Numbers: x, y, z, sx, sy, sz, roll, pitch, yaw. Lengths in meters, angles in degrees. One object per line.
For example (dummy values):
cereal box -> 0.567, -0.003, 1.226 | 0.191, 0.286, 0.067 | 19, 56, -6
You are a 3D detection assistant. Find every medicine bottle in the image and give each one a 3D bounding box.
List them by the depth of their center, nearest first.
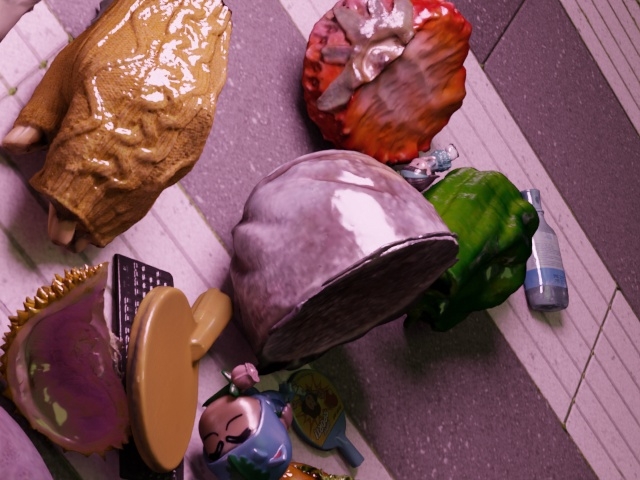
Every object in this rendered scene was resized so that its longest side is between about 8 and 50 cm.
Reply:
medicine bottle -> 0.370, 0.016, 2.283 | 0.090, 0.053, 0.208 | 11, 64, -46

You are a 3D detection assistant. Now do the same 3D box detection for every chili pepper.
chili pepper -> 0.217, 0.017, 1.969 | 0.385, 0.167, 0.213 | -41, 128, -58

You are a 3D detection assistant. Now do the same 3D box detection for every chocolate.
chocolate -> 0.000, 0.000, 1.680 | 0.303, 0.303, 0.213 | -5, 57, -51

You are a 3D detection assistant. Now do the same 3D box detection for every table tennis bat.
table tennis bat -> -0.155, 0.131, 1.514 | 0.321, 0.050, 0.198 | -62, 148, -68
table tennis bat -> 0.006, 0.237, 1.768 | 0.155, 0.019, 0.100 | 54, 39, -15

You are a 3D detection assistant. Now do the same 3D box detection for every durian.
durian -> -0.256, 0.119, 1.411 | 0.165, 0.132, 0.182 | -59, 141, -28

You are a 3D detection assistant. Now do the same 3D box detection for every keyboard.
keyboard -> -0.196, 0.196, 1.520 | 0.103, 0.041, 0.381 | 23, 57, -43

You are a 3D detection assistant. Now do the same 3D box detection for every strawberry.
strawberry -> 0.090, -0.241, 1.969 | 0.149, 0.265, 0.336 | 39, 0, 28

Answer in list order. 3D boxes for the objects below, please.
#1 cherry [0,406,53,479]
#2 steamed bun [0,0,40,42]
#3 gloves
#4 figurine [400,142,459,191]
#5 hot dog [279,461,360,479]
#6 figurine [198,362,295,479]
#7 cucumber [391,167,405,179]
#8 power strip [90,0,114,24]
cherry -> -0.338, 0.239, 1.213 | 0.213, 0.183, 0.266 | 42, 30, -51
steamed bun -> -0.406, -0.354, 1.390 | 0.309, 0.219, 0.324 | 23, 81, -26
gloves -> -0.222, -0.150, 1.523 | 0.203, 0.155, 0.356 | 28, 72, -13
figurine -> 0.160, -0.110, 2.042 | 0.106, 0.060, 0.047 | -34, 115, -27
hot dog -> 0.046, 0.377, 1.684 | 0.337, 0.100, 0.135 | 41, 47, -33
figurine -> -0.090, 0.209, 1.589 | 0.144, 0.114, 0.178 | 62, 20, -17
cucumber -> 0.078, -0.020, 1.929 | 0.074, 0.074, 0.241 | 46, 41, -27
power strip -> -0.216, -0.244, 1.683 | 0.145, 0.061, 0.216 | 43, 44, -31
